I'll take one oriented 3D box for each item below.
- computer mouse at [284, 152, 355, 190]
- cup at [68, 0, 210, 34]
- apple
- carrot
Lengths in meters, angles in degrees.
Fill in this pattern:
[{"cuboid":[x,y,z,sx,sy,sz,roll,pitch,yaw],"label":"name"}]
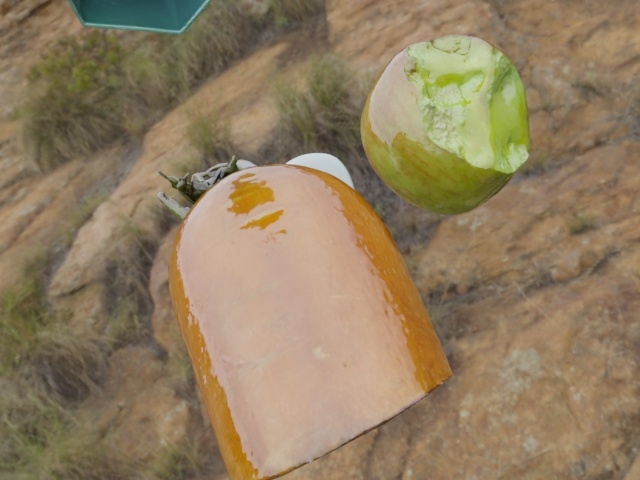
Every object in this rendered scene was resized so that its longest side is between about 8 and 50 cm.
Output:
[{"cuboid":[0.000,0.000,0.943,0.127,0.079,0.231,-21,74,13],"label":"computer mouse"},{"cuboid":[-0.161,-0.285,0.615,0.148,0.134,0.236,-41,45,19],"label":"cup"},{"cuboid":[0.187,-0.157,1.075,0.246,0.226,0.246,-32,-16,-10],"label":"apple"},{"cuboid":[-0.022,0.046,0.638,0.193,0.214,0.331,-34,58,9],"label":"carrot"}]
